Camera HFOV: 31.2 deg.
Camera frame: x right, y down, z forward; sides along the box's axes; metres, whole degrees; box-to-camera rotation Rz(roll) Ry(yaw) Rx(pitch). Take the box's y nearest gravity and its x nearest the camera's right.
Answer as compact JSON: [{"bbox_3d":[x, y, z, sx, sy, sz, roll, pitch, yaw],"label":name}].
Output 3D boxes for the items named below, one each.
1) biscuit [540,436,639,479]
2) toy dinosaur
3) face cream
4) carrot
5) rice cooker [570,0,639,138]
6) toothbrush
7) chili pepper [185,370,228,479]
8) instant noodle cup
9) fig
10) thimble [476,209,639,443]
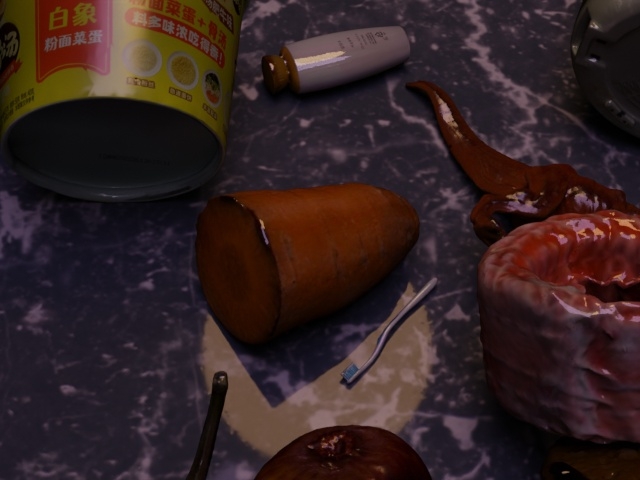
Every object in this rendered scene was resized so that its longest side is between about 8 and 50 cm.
[{"bbox_3d":[0.345,0.219,1.026,0.295,0.296,0.075,-6,100,-8],"label":"biscuit"},{"bbox_3d":[0.226,-0.043,1.268,0.432,0.097,0.208,35,51,16],"label":"toy dinosaur"},{"bbox_3d":[0.019,-0.221,1.396,0.182,0.051,0.072,-16,60,-15],"label":"face cream"},{"bbox_3d":[0.000,0.000,1.200,0.225,0.159,0.159,-19,59,-28],"label":"carrot"},{"bbox_3d":[0.444,-0.274,1.335,0.288,0.288,0.277,19,56,8],"label":"rice cooker"},{"bbox_3d":[0.077,0.094,1.213,0.017,0.014,0.162,46,62,2],"label":"toothbrush"},{"bbox_3d":[-0.140,0.293,0.987,0.131,0.134,0.338,36,64,2],"label":"chili pepper"},{"bbox_3d":[-0.219,-0.190,1.227,0.311,0.311,0.222,-2,66,-5],"label":"instant noodle cup"},{"bbox_3d":[0.023,0.274,1.023,0.175,0.207,0.175,-11,18,4],"label":"fig"},{"bbox_3d":[0.268,0.075,1.094,0.239,0.162,0.239,-4,23,2],"label":"thimble"}]
